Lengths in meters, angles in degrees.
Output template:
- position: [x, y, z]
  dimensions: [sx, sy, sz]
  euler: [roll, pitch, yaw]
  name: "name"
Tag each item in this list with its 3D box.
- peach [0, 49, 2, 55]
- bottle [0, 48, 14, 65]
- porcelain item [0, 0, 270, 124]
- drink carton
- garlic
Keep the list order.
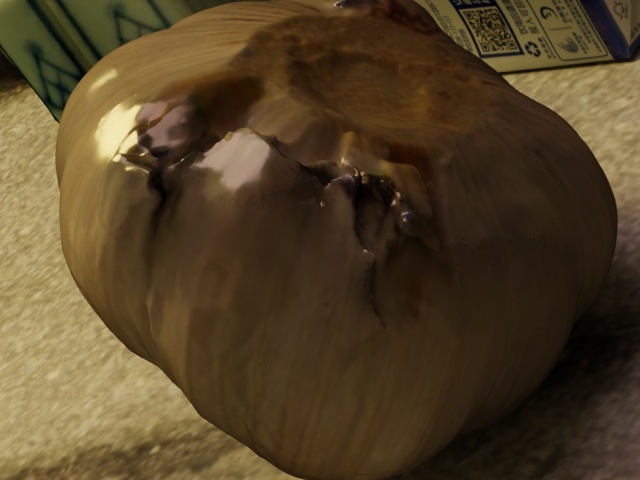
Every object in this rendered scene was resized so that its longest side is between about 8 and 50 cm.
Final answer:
- position: [-0.333, -0.377, 1.947]
  dimensions: [0.416, 0.353, 0.339]
  euler: [-17, 23, 32]
  name: "peach"
- position: [-0.166, -0.290, 1.848]
  dimensions: [0.168, 0.168, 0.347]
  euler: [-10, 31, 40]
  name: "bottle"
- position: [-0.151, -0.198, 1.528]
  dimensions: [0.157, 0.286, 0.281]
  euler: [-25, 29, 19]
  name: "porcelain item"
- position: [0.116, -0.199, 1.424]
  dimensions: [0.315, 0.106, 0.130]
  euler: [0, 40, 49]
  name: "drink carton"
- position: [0.005, -0.014, 1.048]
  dimensions: [0.241, 0.322, 0.322]
  euler: [-42, 20, 28]
  name: "garlic"
